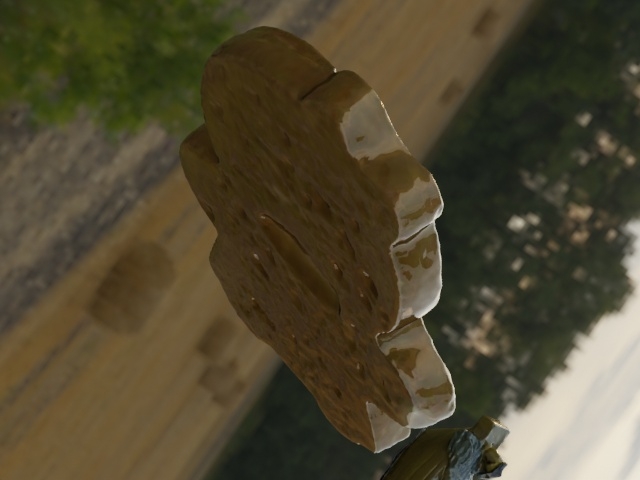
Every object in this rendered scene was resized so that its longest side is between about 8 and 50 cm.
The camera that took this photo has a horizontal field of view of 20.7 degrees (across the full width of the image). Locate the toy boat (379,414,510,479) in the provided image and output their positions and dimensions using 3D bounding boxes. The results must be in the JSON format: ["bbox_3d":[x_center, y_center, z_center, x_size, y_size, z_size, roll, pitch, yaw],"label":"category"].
[{"bbox_3d":[0.042,0.146,0.814,0.149,0.049,0.047,-61,148,-2],"label":"toy boat"}]

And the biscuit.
[{"bbox_3d":[-0.002,-0.002,0.573,0.027,0.133,0.184,-32,142,-19],"label":"biscuit"}]
